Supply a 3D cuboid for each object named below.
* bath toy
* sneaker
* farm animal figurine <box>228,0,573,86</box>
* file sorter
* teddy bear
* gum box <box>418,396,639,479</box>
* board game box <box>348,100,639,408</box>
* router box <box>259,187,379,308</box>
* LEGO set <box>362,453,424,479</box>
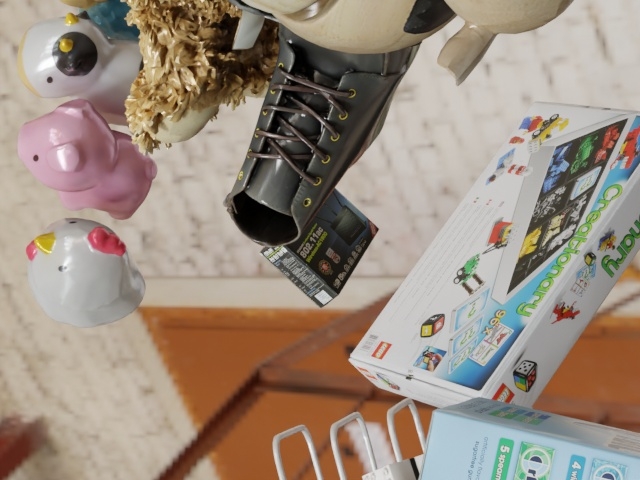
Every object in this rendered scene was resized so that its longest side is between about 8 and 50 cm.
[{"bbox_3d":[-0.208,-0.095,1.635,0.151,0.129,0.348,9,-116,-13],"label":"bath toy"},{"bbox_3d":[-0.001,-0.084,1.111,0.118,0.083,0.222,-59,-13,-29],"label":"sneaker"},{"bbox_3d":[0.040,-0.159,0.570,0.172,0.327,0.330,24,-119,-4],"label":"farm animal figurine"},{"bbox_3d":[0.110,0.259,1.954,0.193,0.278,0.173,2,-107,-78],"label":"file sorter"},{"bbox_3d":[-0.061,-0.210,1.160,0.245,0.113,0.338,-35,-34,-20],"label":"teddy bear"},{"bbox_3d":[0.149,0.115,0.841,0.157,0.184,0.041,14,-93,-78],"label":"gum box"},{"bbox_3d":[0.176,0.013,1.549,0.053,0.193,0.305,46,-107,-30],"label":"board game box"},{"bbox_3d":[0.000,0.000,1.940,0.092,0.038,0.122,42,-135,-10],"label":"router box"},{"bbox_3d":[0.016,0.254,1.536,0.093,0.227,0.087,-10,-104,-37],"label":"LEGO set"}]
